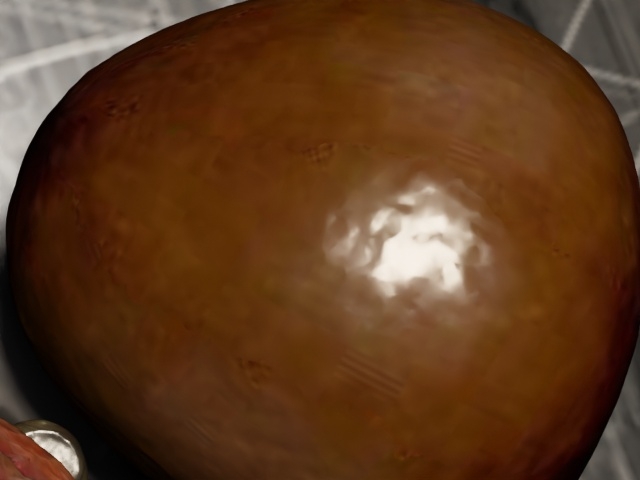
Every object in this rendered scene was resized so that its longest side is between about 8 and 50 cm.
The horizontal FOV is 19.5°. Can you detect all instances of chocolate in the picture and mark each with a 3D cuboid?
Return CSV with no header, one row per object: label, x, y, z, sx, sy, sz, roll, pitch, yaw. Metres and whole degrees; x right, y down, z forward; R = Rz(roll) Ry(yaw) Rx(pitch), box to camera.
chocolate,0.000,0.000,0.503,0.177,0.177,0.176,5,75,-17

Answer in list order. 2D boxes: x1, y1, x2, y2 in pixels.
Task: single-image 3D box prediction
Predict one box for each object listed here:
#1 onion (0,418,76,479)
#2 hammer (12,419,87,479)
onion,-0.125,0.123,0.437,0.230,0.163,0.230,1,98,5
hammer,0.026,0.135,0.539,0.292,0.058,0.029,32,71,-12
